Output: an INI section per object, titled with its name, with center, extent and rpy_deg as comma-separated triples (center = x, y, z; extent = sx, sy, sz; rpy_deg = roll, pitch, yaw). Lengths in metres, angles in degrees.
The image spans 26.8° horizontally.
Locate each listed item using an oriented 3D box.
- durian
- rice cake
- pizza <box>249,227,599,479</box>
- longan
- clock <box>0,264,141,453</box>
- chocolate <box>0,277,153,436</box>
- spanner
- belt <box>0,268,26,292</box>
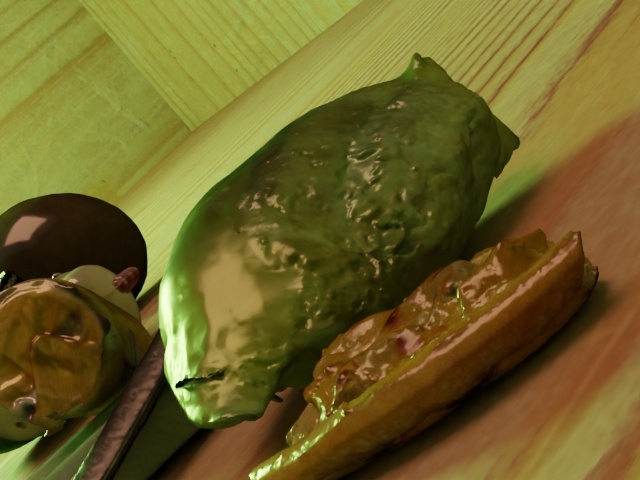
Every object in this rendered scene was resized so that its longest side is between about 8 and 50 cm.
[durian]
center = 0.000, 0.000, 0.629
extent = 0.250, 0.101, 0.139
rpy_deg = -43, 11, -34
[rice cake]
center = -0.115, 0.119, 0.723
extent = 0.222, 0.042, 0.080
rpy_deg = -44, 15, -18
[pizza]
center = 0.038, 0.039, 0.503
extent = 0.160, 0.036, 0.099
rpy_deg = -37, 10, 23
[longan]
center = -0.268, 0.036, 1.361
extent = 0.189, 0.189, 0.189
rpy_deg = -39, 10, 8
[clock]
center = -0.223, 0.094, 1.074
extent = 0.144, 0.103, 0.231
rpy_deg = -43, 3, 46
[chocolate]
center = -0.137, 0.070, 0.821
extent = 0.085, 0.086, 0.219
rpy_deg = -41, -9, 0
[spanner]
center = -0.102, 0.100, 0.670
extent = 0.054, 0.015, 0.254
rpy_deg = -5, 41, 33
[belt]
center = -0.351, 0.145, 1.292
extent = 0.359, 0.094, 0.126
rpy_deg = -39, 10, 38
